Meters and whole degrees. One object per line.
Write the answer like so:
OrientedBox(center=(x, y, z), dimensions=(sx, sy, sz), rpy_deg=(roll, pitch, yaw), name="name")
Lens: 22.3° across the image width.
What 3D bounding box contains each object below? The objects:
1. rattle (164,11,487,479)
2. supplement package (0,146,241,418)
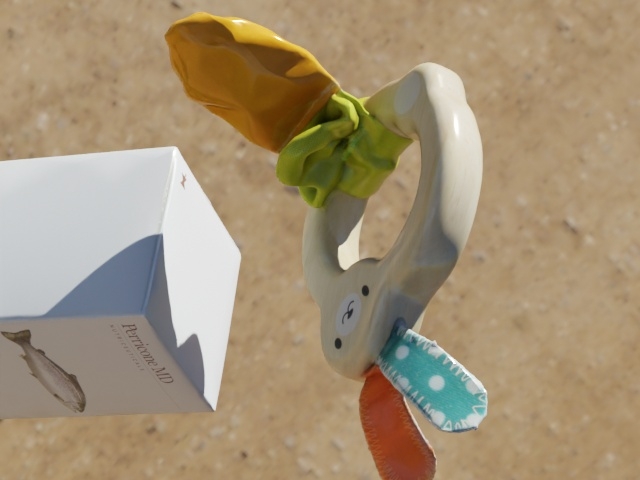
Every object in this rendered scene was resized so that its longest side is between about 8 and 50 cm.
OrientedBox(center=(0.000, 0.000, 0.744), dimensions=(0.142, 0.130, 0.200), rpy_deg=(33, 55, -41), name="rattle")
OrientedBox(center=(-0.147, 0.026, 0.864), dimensions=(0.179, 0.105, 0.105), rpy_deg=(-4, 54, 18), name="supplement package")
